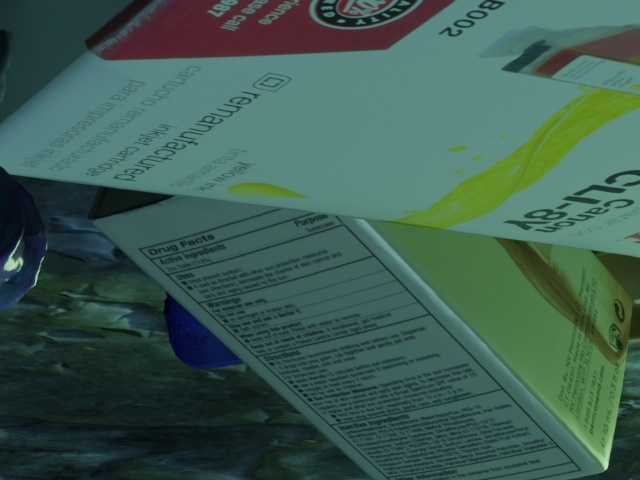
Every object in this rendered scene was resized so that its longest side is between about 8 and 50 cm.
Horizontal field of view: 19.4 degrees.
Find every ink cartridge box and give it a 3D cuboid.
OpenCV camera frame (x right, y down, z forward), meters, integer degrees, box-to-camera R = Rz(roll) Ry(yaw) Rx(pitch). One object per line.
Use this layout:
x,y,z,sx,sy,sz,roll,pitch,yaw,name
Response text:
0.079,-0.119,0.774,0.384,0.160,0.279,7,159,-32,ink cartridge box

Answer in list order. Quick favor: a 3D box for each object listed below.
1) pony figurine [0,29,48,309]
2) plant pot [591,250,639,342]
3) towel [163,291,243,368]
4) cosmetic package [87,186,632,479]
-0.226,-0.060,0.544,0.351,0.363,0.303,-52,140,6,pony figurine
0.214,-0.014,1.209,0.237,0.110,0.237,-4,163,-1,plant pot
0.000,0.000,1.272,0.227,0.076,0.308,-11,162,-5,towel
0.034,0.012,1.034,0.153,0.129,0.296,-14,136,35,cosmetic package
